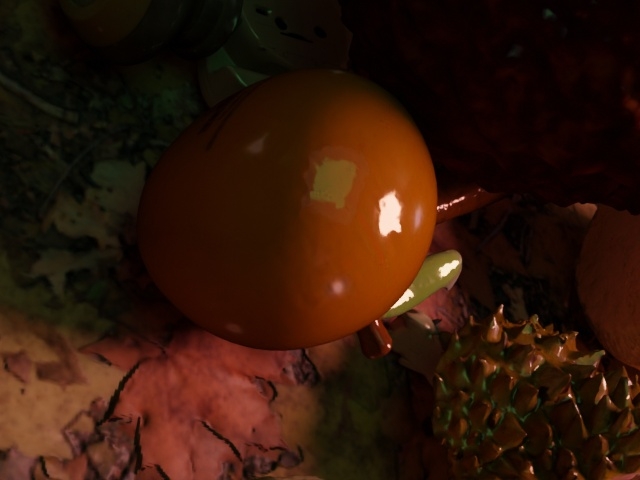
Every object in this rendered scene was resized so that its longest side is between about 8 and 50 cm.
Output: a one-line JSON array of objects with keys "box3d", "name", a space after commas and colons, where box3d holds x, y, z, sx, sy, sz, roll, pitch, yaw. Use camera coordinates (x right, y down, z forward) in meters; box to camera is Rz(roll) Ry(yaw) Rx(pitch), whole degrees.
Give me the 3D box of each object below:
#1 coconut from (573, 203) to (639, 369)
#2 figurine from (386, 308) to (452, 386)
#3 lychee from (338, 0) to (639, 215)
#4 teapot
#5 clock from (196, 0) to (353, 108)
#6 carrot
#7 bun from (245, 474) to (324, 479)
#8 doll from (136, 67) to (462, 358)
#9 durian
[{"box3d": [0.401, 0.041, 0.885, 0.244, 0.239, 0.239, 20, 56, -21], "name": "coconut"}, {"box3d": [0.092, 0.083, 0.760, 0.083, 0.047, 0.050, 49, 37, -10], "name": "figurine"}, {"box3d": [0.201, -0.226, 0.703, 0.500, 0.424, 0.424, 34, 49, 3], "name": "lychee"}, {"box3d": [-0.142, -0.206, 0.701, 0.166, 0.130, 0.119, 42, 23, 32], "name": "teapot"}, {"box3d": [-0.035, -0.182, 0.793, 0.151, 0.062, 0.191, 7, 62, -34], "name": "clock"}, {"box3d": [0.104, -0.037, 0.828, 0.210, 0.061, 0.061, -25, 83, -38], "name": "carrot"}, {"box3d": [0.003, 0.244, 0.538, 0.229, 0.145, 0.229, 24, 43, -25], "name": "bun"}, {"box3d": [0.000, 0.000, 0.641, 0.236, 0.213, 0.213, 52, 46, -20], "name": "doll"}, {"box3d": [0.189, 0.145, 0.735, 0.305, 0.185, 0.195, 9, 44, -37], "name": "durian"}]
